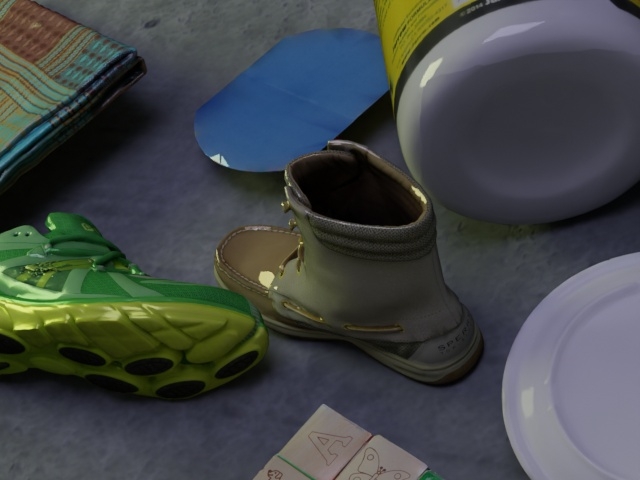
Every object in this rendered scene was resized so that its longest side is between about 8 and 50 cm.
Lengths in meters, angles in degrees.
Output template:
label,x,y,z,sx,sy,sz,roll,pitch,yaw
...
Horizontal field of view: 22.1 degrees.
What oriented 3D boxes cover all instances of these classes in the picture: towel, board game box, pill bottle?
label,x,y,z,sx,sy,sz,roll,pitch,yaw
towel,-0.342,-0.066,1.329,0.370,0.040,0.271,-42,37,-15
board game box,-0.015,-0.100,1.264,0.168,0.033,0.133,-42,44,-22
pill bottle,0.130,-0.188,1.173,0.188,0.188,0.334,-15,47,9

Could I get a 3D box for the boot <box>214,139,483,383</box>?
label,x,y,z,sx,sy,sz,roll,pitch,yaw
boot,0.000,0.000,1.078,0.213,0.165,0.077,21,61,33

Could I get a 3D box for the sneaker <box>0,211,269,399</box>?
label,x,y,z,sx,sy,sz,roll,pitch,yaw
sneaker,-0.170,0.034,1.157,0.295,0.109,0.123,5,58,26

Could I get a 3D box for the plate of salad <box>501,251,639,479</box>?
label,x,y,z,sx,sy,sz,roll,pitch,yaw
plate of salad,0.211,0.095,0.995,0.200,0.048,0.200,-6,58,9

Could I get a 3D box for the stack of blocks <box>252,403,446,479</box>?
label,x,y,z,sx,sy,sz,roll,pitch,yaw
stack of blocks,0.061,0.238,0.904,0.297,0.087,0.171,30,67,38
